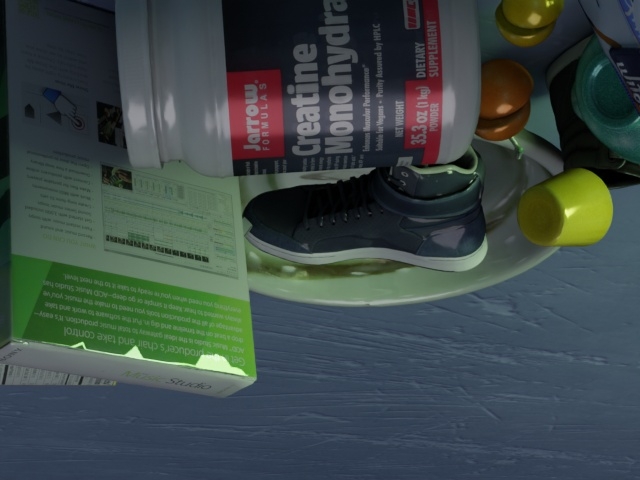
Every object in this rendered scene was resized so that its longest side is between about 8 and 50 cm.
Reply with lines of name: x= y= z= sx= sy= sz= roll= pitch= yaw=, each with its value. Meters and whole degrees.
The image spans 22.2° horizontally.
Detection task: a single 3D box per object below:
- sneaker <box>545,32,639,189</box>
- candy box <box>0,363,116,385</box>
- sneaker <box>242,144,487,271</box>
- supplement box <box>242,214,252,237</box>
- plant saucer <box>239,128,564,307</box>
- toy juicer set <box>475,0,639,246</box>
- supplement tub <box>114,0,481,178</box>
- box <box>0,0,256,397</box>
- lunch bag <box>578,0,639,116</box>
sneaker: x=0.303 y=-0.141 z=1.431 sx=0.104 sy=0.147 sz=0.296 roll=8 pitch=153 yaw=-24
candy box: x=-0.369 y=0.056 z=1.722 sx=0.316 sy=0.183 sz=0.087 roll=1 pitch=158 yaw=-13
sneaker: x=0.036 y=-0.051 z=1.443 sx=0.226 sy=0.086 sz=0.163 roll=3 pitch=145 yaw=6
supplement box: x=-0.193 y=-0.050 z=1.476 sx=0.239 sy=0.073 sz=0.130 roll=44 pitch=139 yaw=-9
plant saucer: x=0.059 y=-0.055 z=1.633 sx=0.400 sy=0.101 sz=0.400 roll=-3 pitch=154 yaw=-1
toy juicer set: x=0.248 y=-0.158 z=1.351 sx=0.089 sy=0.209 sz=0.329 roll=-12 pitch=153 yaw=-45
supplement tub: x=-0.019 y=-0.148 z=1.290 sx=0.272 sy=0.191 sz=0.191 roll=-4 pitch=158 yaw=-3
box: x=-0.171 y=-0.040 z=1.350 sx=0.232 sy=0.322 sz=0.058 roll=14 pitch=148 yaw=-37
lunch bag: x=0.298 y=-0.143 z=1.002 sx=0.239 sy=0.328 sz=0.385 roll=-24 pitch=-173 yaw=34
